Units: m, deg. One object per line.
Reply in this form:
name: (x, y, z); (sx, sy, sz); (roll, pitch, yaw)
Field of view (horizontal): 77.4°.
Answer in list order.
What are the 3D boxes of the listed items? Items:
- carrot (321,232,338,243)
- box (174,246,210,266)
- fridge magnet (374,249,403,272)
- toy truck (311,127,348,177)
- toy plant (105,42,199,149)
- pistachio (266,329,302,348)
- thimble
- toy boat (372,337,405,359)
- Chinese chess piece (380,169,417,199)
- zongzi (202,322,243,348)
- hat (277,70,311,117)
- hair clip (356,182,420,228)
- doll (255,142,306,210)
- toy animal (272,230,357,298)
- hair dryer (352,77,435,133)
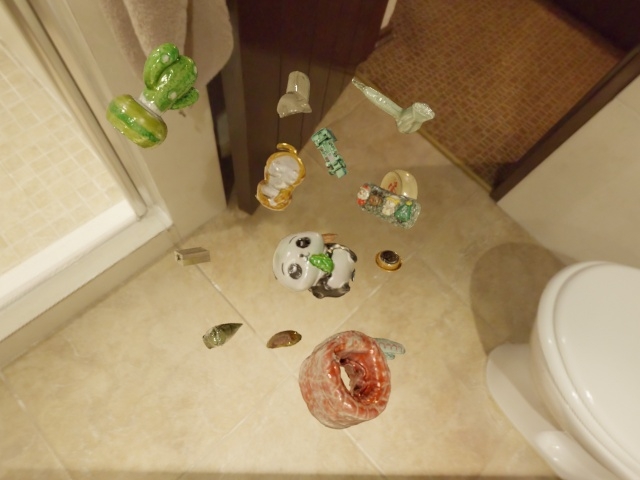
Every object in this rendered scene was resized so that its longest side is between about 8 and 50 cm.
carrot: (0.000, 0.000, 1.888); (0.205, 0.072, 0.072); (-18, 64, 30)
box: (-0.369, 0.045, 1.144); (0.084, 0.079, 0.035); (-10, 104, -33)
fridge magnet: (0.342, 0.101, 2.006); (0.143, 0.063, 0.142); (5, 45, -5)
toy truck: (0.044, -0.300, 1.382); (0.175, 0.067, 0.081); (62, 29, 3)
toy plant: (-0.508, -0.453, 1.270); (0.184, 0.224, 0.315); (43, 93, 21)
pistachio: (-0.162, 0.418, 1.721); (0.173, 0.089, 0.049); (-13, 108, 17)
thimble: (0.071, 0.375, 1.092); (0.240, 0.162, 0.238); (20, 51, -27)
toy boat: (0.268, 0.487, 1.746); (0.208, 0.134, 0.078); (21, 50, -26)
Chinese chess piece: (0.406, -0.250, 2.115); (0.097, 0.251, 0.250); (4, 66, -22)
zongzi: (-0.227, 0.225, 0.988); (0.114, 0.104, 0.052); (-20, 86, -32)
hat: (-0.111, -0.523, 1.431); (0.147, 0.085, 0.174); (1, 88, 37)
hair clip: (0.260, -0.157, 1.674); (0.321, 0.091, 0.138); (30, 96, 44)
doll: (-0.167, -0.238, 1.633); (0.167, 0.269, 0.162); (32, 29, -1)
toy animal: (-0.022, 0.081, 1.337); (0.267, 0.213, 0.212); (21, 63, -29)
hair dryer: (0.189, -0.385, 1.101); (0.237, 0.206, 0.075); (31, 96, -3)
